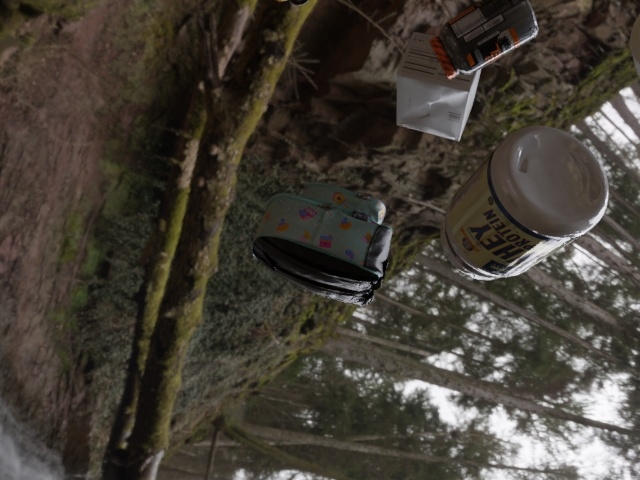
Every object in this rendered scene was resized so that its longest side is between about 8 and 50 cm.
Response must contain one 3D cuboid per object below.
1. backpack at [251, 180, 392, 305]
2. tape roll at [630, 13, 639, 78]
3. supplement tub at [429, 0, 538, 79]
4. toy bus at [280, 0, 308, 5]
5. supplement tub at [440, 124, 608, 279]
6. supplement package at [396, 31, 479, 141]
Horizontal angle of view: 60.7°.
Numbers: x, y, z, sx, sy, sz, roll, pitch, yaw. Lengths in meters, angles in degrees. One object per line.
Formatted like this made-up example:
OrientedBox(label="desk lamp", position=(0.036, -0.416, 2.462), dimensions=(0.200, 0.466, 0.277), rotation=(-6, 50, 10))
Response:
OrientedBox(label="backpack", position=(0.000, 0.000, 0.789), dimensions=(0.166, 0.188, 0.145), rotation=(101, 1, -69))
OrientedBox(label="tape roll", position=(0.877, -0.456, 1.153), dimensions=(0.391, 0.072, 0.392), rotation=(-23, -135, 25))
OrientedBox(label="supplement tub", position=(0.323, -0.412, 1.094), dimensions=(0.190, 0.117, 0.117), rotation=(-28, -130, 19))
OrientedBox(label="toy bus", position=(0.063, -0.562, 1.089), dimensions=(0.332, 0.130, 0.108), rotation=(-7, -149, 4))
OrientedBox(label="supplement tub", position=(0.408, -0.061, 1.155), dimensions=(0.325, 0.235, 0.236), rotation=(115, -20, -64))
OrientedBox(label="supplement package", position=(0.335, -0.432, 1.561), dimensions=(0.203, 0.262, 0.145), rotation=(18, -105, 13))
